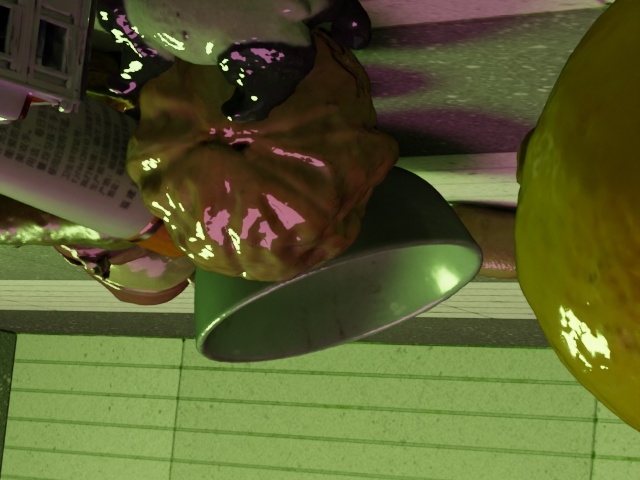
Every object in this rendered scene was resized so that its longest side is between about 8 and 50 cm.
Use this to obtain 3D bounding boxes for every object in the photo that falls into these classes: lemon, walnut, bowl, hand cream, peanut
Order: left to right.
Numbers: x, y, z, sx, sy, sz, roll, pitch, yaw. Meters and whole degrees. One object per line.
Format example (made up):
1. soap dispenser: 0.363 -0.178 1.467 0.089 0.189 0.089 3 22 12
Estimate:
1. hand cream: -0.215 -0.074 1.374 0.314 0.140 0.089 29 136 -35
2. walnut: -0.042 -0.066 1.330 0.198 0.198 0.245 5 -179 5
3. bowl: 0.000 0.000 1.770 0.289 0.146 0.289 -16 162 -5
4. peanut: 0.180 0.001 2.021 0.152 0.076 0.076 9 171 -14
5. lemon: 0.280 -0.017 1.027 0.348 0.348 0.348 5 172 1

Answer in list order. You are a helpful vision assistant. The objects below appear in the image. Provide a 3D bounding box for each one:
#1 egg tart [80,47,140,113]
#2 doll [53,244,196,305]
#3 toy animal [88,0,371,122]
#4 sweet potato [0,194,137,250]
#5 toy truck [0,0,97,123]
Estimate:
1. egg tart: -0.252 -0.113 1.511 0.212 0.090 0.212 9 174 1
2. doll: -0.194 -0.031 1.798 0.196 0.152 0.256 48 173 18
3. toy animal: -0.089 -0.144 1.170 0.225 0.094 0.121 13 164 24
4. sweet potato: -0.138 -0.051 1.583 0.422 0.130 0.130 -10 166 22
5. toy truck: -0.258 -0.143 1.060 0.268 0.155 0.124 0 171 37
